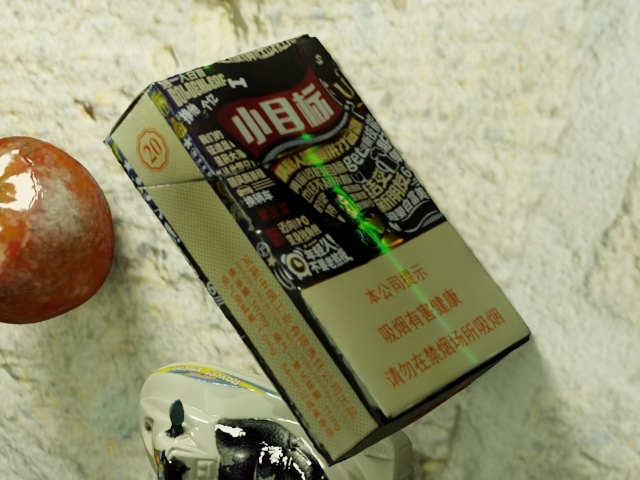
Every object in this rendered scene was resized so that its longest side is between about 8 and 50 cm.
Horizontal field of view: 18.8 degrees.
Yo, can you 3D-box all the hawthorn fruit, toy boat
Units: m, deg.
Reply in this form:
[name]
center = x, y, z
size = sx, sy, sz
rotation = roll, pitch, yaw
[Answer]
[hawthorn fruit]
center = -0.262, -0.004, 1.716
size = 0.173, 0.173, 0.173
rotation = 12, 111, 35
[toy boat]
center = -0.056, 0.190, 1.633
size = 0.269, 0.141, 0.141
rotation = 12, 111, 20

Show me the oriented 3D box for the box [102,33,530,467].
[box]
center = 0.000, 0.000, 1.485
size = 0.310, 0.198, 0.084
rotation = 54, 131, 10
